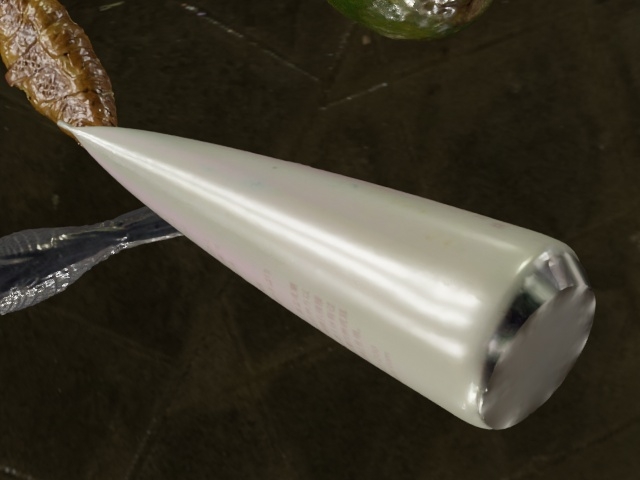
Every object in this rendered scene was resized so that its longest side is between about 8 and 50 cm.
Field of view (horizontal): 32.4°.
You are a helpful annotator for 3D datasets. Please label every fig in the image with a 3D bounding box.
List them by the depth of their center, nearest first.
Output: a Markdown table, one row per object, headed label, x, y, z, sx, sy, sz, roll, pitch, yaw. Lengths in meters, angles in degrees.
| label | x | y | z | sx | sy | sz | roll | pitch | yaw |
| --- | --- | --- | --- | --- | --- | --- | --- | --- | --- |
| fig | 0.046 | -0.266 | 0.941 | 0.195 | 0.245 | 0.195 | -7 | 98 | -62 |

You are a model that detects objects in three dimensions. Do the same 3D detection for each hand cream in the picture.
| label | x | y | z | sx | sy | sz | roll | pitch | yaw |
| --- | --- | --- | --- | --- | --- | --- | --- | --- | --- |
| hand cream | 0.000 | 0.000 | 0.725 | 0.185 | 0.359 | 0.118 | 23 | 92 | -57 |

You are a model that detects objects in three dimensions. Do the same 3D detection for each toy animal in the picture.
| label | x | y | z | sx | sy | sz | roll | pitch | yaw |
| --- | --- | --- | --- | --- | --- | --- | --- | --- | --- |
| toy animal | -0.312 | 0.028 | 1.223 | 0.367 | 0.206 | 0.081 | -18 | 87 | -33 |

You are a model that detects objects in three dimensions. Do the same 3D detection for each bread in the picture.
| label | x | y | z | sx | sy | sz | roll | pitch | yaw |
| --- | --- | --- | --- | --- | --- | --- | --- | --- | --- |
| bread | -0.300 | -0.200 | 1.251 | 0.105 | 0.076 | 0.233 | -33 | 89 | 29 |
